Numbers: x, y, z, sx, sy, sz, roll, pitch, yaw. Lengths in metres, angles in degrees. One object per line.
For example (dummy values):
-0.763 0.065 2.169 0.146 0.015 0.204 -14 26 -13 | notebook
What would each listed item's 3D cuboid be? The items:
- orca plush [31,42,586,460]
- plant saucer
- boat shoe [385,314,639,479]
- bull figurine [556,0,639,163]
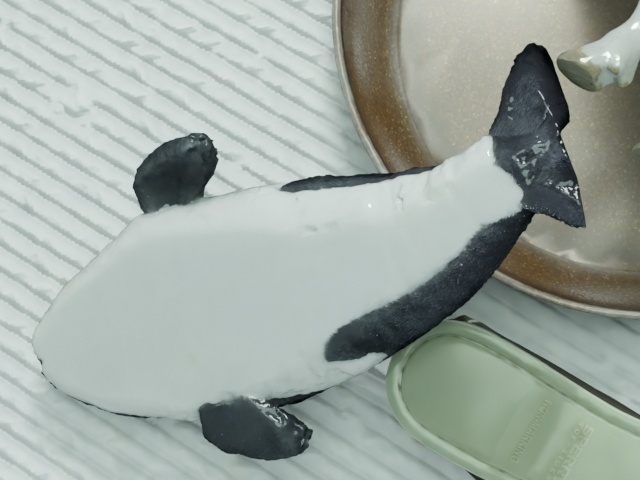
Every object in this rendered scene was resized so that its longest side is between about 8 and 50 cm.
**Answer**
0.000 0.000 0.778 0.287 0.102 0.151 -39 83 27 | orca plush
0.161 -0.109 0.835 0.311 0.050 0.310 -1 77 3 | plant saucer
0.134 0.113 0.773 0.228 0.069 0.081 37 94 11 | boat shoe
0.218 -0.105 0.715 0.310 0.101 0.188 25 73 29 | bull figurine
